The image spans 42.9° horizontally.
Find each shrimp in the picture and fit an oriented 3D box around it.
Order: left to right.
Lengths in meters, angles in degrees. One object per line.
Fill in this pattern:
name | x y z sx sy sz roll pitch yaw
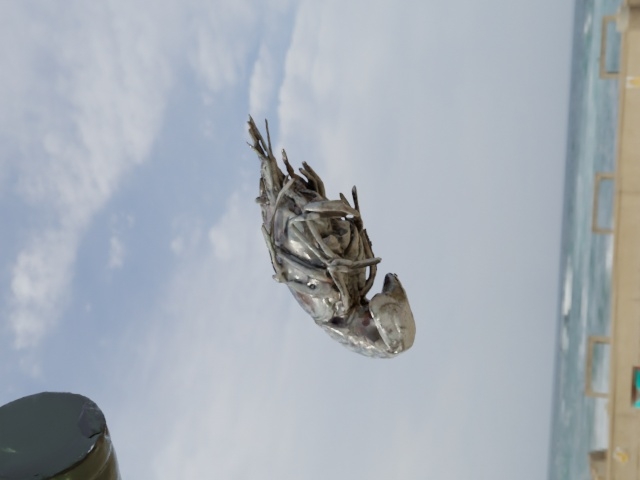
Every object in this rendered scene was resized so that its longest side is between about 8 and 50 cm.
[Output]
shrimp | 0.000 0.000 0.473 0.165 0.065 0.056 62 -142 -16

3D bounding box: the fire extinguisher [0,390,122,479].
fire extinguisher | -0.177 0.265 0.621 0.095 0.114 0.311 -40 -44 -46
